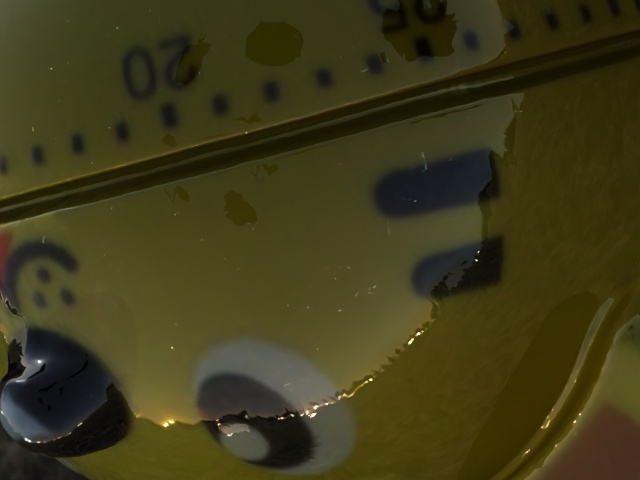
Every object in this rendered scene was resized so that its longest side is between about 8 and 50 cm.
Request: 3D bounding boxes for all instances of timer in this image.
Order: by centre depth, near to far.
[{"bbox_3d":[0.000,0.000,0.697,0.376,0.376,0.387,-11,94,30],"label":"timer"}]
